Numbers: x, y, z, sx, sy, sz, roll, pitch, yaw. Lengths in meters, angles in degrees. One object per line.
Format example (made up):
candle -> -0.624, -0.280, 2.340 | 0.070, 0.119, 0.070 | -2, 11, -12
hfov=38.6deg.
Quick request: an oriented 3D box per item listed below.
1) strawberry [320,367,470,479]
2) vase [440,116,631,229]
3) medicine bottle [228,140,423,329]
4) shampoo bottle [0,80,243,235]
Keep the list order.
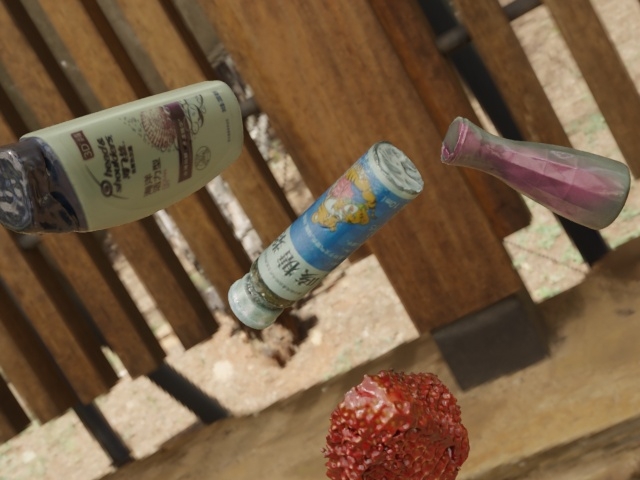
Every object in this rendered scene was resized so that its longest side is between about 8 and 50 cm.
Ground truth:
strawberry -> 0.097, 0.248, 1.067 | 0.188, 0.106, 0.286 | -44, -29, -6
vase -> 0.249, -0.085, 1.076 | 0.086, 0.214, 0.086 | -161, 90, -81
medicine bottle -> 0.000, 0.000, 0.710 | 0.191, 0.051, 0.051 | -44, 0, 33
shampoo bottle -> -0.225, -0.092, 1.081 | 0.078, 0.134, 0.359 | 4, 21, 32
